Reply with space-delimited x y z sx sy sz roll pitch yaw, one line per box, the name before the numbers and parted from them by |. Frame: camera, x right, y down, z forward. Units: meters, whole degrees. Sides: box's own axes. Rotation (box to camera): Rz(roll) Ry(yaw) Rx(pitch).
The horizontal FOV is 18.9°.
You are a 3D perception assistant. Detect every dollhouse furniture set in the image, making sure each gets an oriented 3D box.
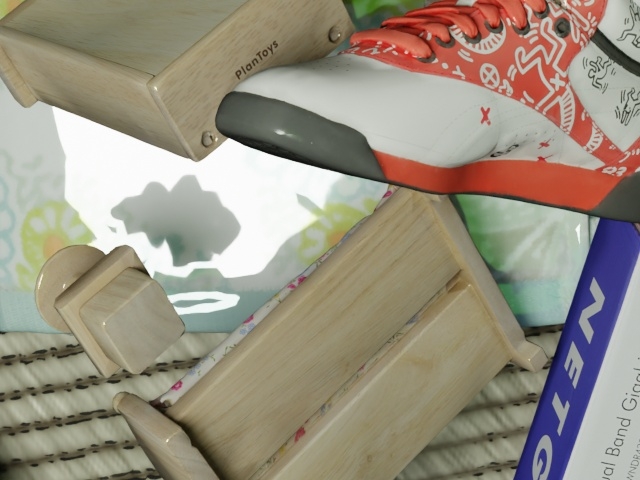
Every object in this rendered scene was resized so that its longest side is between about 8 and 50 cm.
dollhouse furniture set | 0.000 0.000 1.019 0.303 0.174 0.355 -42 125 -18

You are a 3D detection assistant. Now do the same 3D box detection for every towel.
towel | -0.010 -0.107 1.075 0.374 0.090 0.320 -1 97 1

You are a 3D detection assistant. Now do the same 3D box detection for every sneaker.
sneaker | 0.072 -0.094 0.878 0.270 0.090 0.145 7 99 -41

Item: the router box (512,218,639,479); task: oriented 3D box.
router box | 0.259 0.160 1.062 0.301 0.082 0.335 13 111 -9
